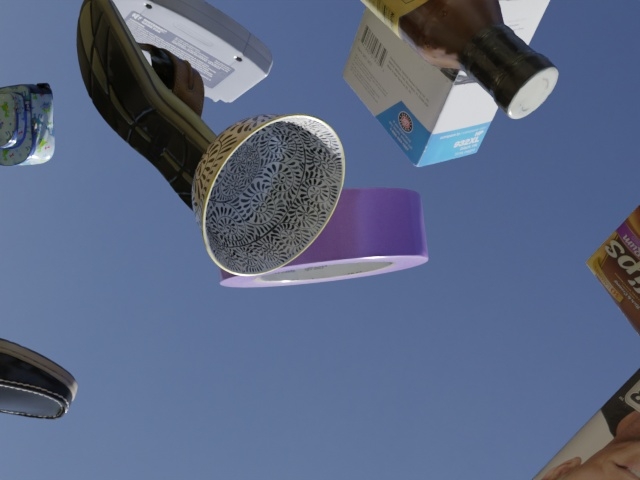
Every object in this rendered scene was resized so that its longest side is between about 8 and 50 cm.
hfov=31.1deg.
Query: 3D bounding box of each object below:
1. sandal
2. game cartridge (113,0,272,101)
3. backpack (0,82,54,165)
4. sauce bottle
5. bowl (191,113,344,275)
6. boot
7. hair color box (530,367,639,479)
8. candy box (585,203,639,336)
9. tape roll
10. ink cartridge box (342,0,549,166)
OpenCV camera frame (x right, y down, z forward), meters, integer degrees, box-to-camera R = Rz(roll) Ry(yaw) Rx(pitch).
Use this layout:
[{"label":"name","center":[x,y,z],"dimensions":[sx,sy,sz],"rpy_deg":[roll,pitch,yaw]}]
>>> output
[{"label":"sandal","center":[-0.164,-0.143,1.265],"dimensions":[0.086,0.302,0.120],"rpy_deg":[-40,-179,-36]},{"label":"game cartridge","center":[-0.235,-0.343,1.938],"dimensions":[0.196,0.294,0.060],"rpy_deg":[-19,-132,58]},{"label":"backpack","center":[-0.437,-0.163,1.639],"dimensions":[0.105,0.084,0.114],"rpy_deg":[-1,-82,33]},{"label":"sauce bottle","center":[0.118,-0.266,1.247],"dimensions":[0.344,0.111,0.111],"rpy_deg":[47,-65,25]},{"label":"bowl","center":[-0.066,-0.058,1.103],"dimensions":[0.080,0.170,0.170],"rpy_deg":[35,-77,38]},{"label":"boot","center":[-0.524,0.256,1.505],"dimensions":[0.138,0.378,0.284],"rpy_deg":[-49,-149,45]},{"label":"hair color box","center":[0.336,0.254,1.146],"dimensions":[0.347,0.105,0.174],"rpy_deg":[-44,-137,-9]},{"label":"candy box","center":[0.355,0.018,1.177],"dimensions":[0.109,0.053,0.186],"rpy_deg":[56,-22,17]},{"label":"tape roll","center":[0.000,0.000,1.501],"dimensions":[0.275,0.275,0.090],"rpy_deg":[-16,-101,50]},{"label":"ink cartridge box","center":[0.175,-0.299,1.675],"dimensions":[0.223,0.129,0.307],"rpy_deg":[56,-36,31]}]
